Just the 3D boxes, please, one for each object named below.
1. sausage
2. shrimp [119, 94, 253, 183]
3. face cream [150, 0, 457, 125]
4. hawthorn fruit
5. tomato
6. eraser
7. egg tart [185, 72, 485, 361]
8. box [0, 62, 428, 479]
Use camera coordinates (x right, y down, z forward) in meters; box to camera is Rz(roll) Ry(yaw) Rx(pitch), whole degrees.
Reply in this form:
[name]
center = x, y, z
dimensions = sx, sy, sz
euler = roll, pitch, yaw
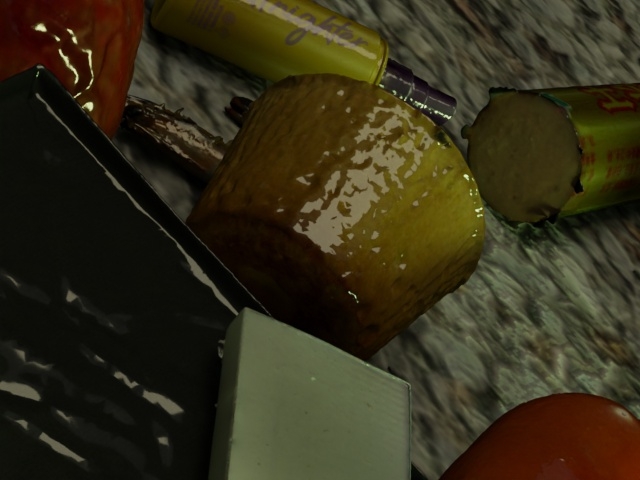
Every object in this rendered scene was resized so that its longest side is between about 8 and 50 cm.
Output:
[sausage]
center = 0.281, -0.088, 1.407
dimensions = 0.317, 0.117, 0.125
euler = -9, 51, -43
[shrimp]
center = -0.085, -0.089, 1.195
dimensions = 0.178, 0.034, 0.124
euler = 29, 35, -12
[face cream]
center = -0.007, -0.161, 1.294
dimensions = 0.273, 0.078, 0.078
euler = 23, 40, -17
[hawthorn fruit]
center = -0.214, -0.166, 0.982
dimensions = 0.242, 0.271, 0.242
euler = 26, 29, -15
[tomato]
center = 0.176, 0.222, 0.953
dimensions = 0.260, 0.180, 0.259
euler = 24, 39, -21
[eraser]
center = -0.005, 0.109, 0.718
dimensions = 0.104, 0.023, 0.150
euler = 27, 39, -20
[egg tart]
center = 0.000, 0.000, 1.045
dimensions = 0.202, 0.202, 0.147
euler = 38, 46, 1
[box]
center = -0.153, 0.120, 0.764
dimensions = 0.345, 0.204, 0.251
euler = 46, 37, 5
